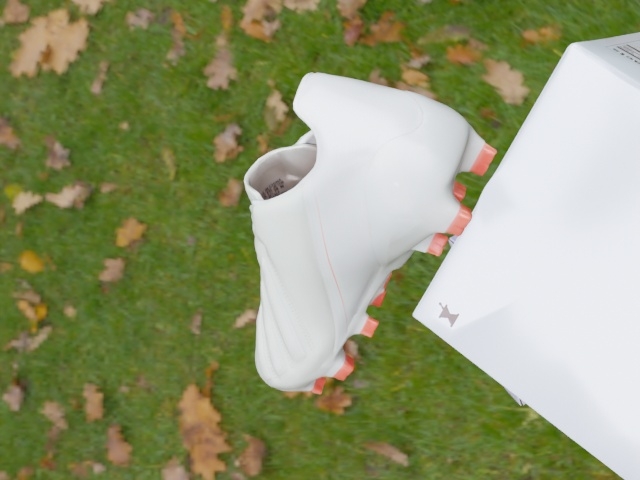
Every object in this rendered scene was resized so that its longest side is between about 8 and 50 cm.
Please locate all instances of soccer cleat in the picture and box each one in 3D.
[{"bbox_3d":[0.000,0.000,0.466,0.076,0.196,0.068,27,56,-3],"label":"soccer cleat"}]

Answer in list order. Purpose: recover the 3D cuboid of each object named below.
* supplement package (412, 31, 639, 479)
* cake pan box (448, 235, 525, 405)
[{"bbox_3d":[0.234,0.000,0.742,0.198,0.263,0.199,38,119,20],"label":"supplement package"},{"bbox_3d":[0.324,0.056,1.564,0.246,0.266,0.070,-28,23,-8],"label":"cake pan box"}]
